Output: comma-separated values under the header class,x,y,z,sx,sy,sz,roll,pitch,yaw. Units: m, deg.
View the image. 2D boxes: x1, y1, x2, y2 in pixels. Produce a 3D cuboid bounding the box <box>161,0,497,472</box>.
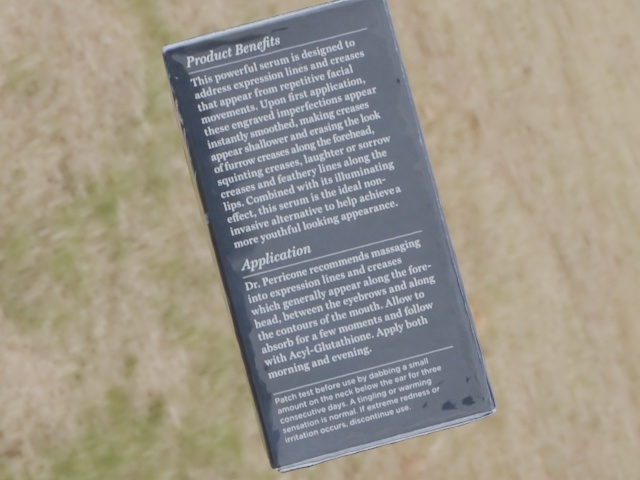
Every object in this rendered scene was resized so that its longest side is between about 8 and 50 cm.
class,x,y,z,sx,sy,sz,roll,pitch,yaw
box,0.000,0.000,1.544,0.293,0.212,0.396,120,-44,-84
